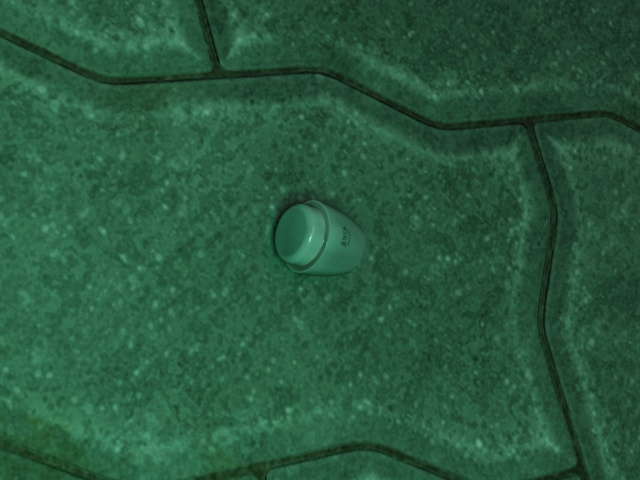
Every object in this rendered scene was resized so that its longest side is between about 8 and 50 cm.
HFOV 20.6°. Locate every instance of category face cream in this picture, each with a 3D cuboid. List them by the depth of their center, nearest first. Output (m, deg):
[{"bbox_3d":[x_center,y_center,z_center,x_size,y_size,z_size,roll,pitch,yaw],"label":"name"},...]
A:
[{"bbox_3d":[0.000,0.000,2.158,0.095,0.091,0.091,16,63,-37],"label":"face cream"}]
